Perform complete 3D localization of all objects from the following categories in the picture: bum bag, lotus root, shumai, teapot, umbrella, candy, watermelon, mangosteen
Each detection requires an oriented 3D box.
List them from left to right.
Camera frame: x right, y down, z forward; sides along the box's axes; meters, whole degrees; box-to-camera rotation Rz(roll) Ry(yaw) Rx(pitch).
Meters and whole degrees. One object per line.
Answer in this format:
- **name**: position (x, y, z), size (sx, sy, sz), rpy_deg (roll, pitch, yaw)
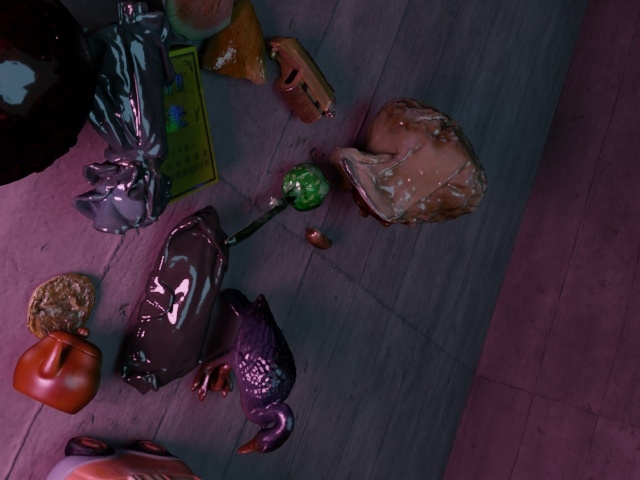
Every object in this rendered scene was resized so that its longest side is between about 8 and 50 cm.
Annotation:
- **mangosteen**: position (-0.357, -0.181, 0.579), size (0.265, 0.228, 0.228), rpy_deg (50, 58, -34)
- **teapot**: position (-0.347, 0.170, 0.806), size (0.116, 0.116, 0.173), rpy_deg (-63, 179, -21)
- **umbrella**: position (-0.248, -0.182, 0.752), size (0.143, 0.094, 0.349), rpy_deg (-43, 140, -62)
- **bum bag**: position (-0.232, 0.098, 0.986), size (0.142, 0.079, 0.326), rpy_deg (22, 85, -49)
- **watermelon**: position (-0.197, -0.358, 0.847), size (0.231, 0.128, 0.146), rpy_deg (-52, 156, -49)
- **candy**: position (-0.083, -0.063, 1.108), size (0.323, 0.097, 0.097), rpy_deg (-43, 135, -52)
- **lotus root**: position (-0.001, 0.002, 1.327), size (0.083, 0.037, 0.030), rpy_deg (37, 74, -55)
- **shumai**: position (0.187, -0.136, 1.304), size (0.288, 0.330, 0.292), rpy_deg (-32, 153, -60)

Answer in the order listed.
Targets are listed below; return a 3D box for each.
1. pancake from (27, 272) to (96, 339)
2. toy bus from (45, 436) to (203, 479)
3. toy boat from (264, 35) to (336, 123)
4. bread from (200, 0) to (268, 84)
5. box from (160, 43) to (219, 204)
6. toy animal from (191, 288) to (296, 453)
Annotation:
- **pancake**: position (-0.365, 0.094, 0.832), size (0.108, 0.017, 0.108), rpy_deg (-25, 122, -51)
- **toy bus**: position (-0.280, 0.425, 0.884), size (0.287, 0.232, 0.194), rpy_deg (35, 69, -53)
- **toy boat**: position (-0.039, -0.304, 1.140), size (0.088, 0.068, 0.226), rpy_deg (-62, 145, -12)
- **bread**: position (-0.134, -0.342, 1.002), size (0.154, 0.054, 0.136), rpy_deg (-2, 100, -59)
- **box**: position (-0.238, -0.173, 0.890), size (0.141, 0.064, 0.220), rpy_deg (-34, 129, -43)
- **toy animal**: position (-0.129, 0.234, 1.085), size (0.122, 0.185, 0.298), rpy_deg (26, 60, -51)
